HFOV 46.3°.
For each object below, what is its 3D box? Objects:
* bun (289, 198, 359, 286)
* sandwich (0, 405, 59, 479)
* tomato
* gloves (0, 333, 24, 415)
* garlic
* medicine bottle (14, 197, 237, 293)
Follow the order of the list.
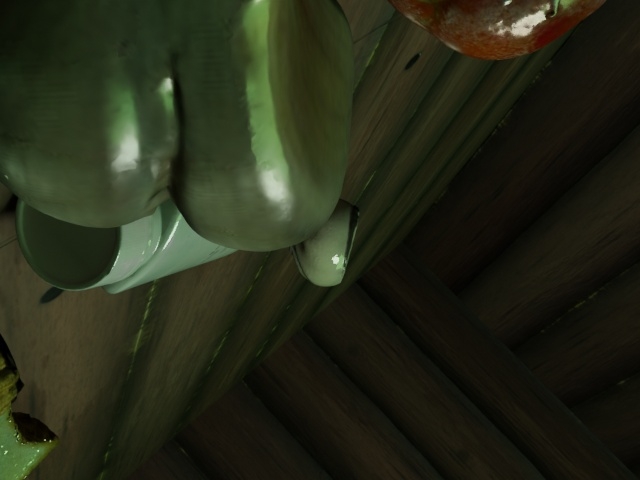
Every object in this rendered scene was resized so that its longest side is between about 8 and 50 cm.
[{"bbox_3d":[0.000,0.000,1.429,0.173,0.120,0.172,-167,-90,-88],"label":"bun"},{"bbox_3d":[-0.407,0.248,0.845,0.186,0.065,0.214,-46,161,-27],"label":"sandwich"},{"bbox_3d":[0.164,-0.279,0.666,0.232,0.232,0.188,-50,-169,31],"label":"tomato"},{"bbox_3d":[-0.366,0.170,0.505,0.203,0.155,0.356,-10,-150,26],"label":"gloves"},{"bbox_3d":[-0.095,-0.116,0.520,0.340,0.231,0.246,-66,153,-73],"label":"garlic"},{"bbox_3d":[-0.150,-0.031,0.727,0.161,0.111,0.296,-49,171,21],"label":"medicine bottle"}]
